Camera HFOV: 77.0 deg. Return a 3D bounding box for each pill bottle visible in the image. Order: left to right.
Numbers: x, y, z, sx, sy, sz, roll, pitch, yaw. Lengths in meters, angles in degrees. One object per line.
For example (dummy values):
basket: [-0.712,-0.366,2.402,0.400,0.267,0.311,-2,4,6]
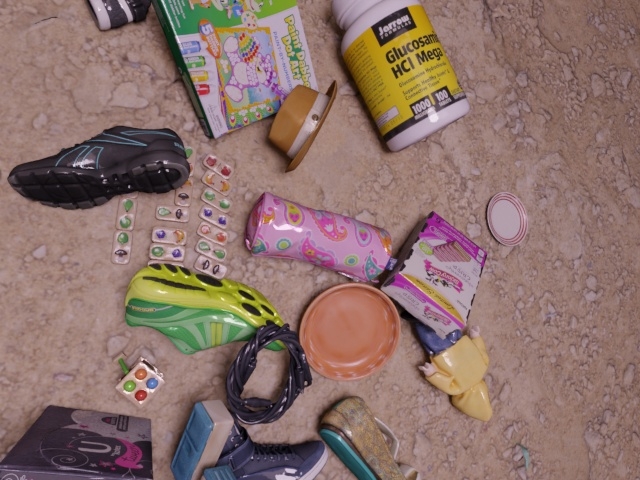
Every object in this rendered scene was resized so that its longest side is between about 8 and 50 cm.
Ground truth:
pill bottle: [0.160,-0.375,0.850,0.188,0.188,0.334,-31,95,-23]

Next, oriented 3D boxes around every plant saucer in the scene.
plant saucer: [0.056,0.176,0.787,0.200,0.037,0.200,-1,100,-8]

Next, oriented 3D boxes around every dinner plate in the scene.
dinner plate: [0.479,-0.055,1.036,0.141,0.017,0.141,3,83,-22]

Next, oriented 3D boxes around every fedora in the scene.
fedora: [-0.042,-0.224,0.751,0.079,0.194,0.194,28,73,-12]

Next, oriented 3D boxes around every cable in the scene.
cable: [-0.090,0.220,0.672,0.150,0.047,0.184,-26,122,-23]

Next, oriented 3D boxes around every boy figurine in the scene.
boy figurine: [0.296,0.257,0.878,0.177,0.092,0.285,-33,97,-24]

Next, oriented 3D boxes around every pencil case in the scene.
pencil case: [0.000,0.000,0.772,0.284,0.124,0.124,16,77,-22]

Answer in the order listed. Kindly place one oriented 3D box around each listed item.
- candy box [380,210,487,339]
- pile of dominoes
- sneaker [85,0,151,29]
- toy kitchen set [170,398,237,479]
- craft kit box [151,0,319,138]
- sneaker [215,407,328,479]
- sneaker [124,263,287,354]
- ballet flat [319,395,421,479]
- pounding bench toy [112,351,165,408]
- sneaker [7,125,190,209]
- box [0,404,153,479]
candy box: [0.241,0.061,0.827,0.159,0.071,0.233,38,46,1]
pile of dominoes: [-0.252,-0.057,0.715,0.196,0.040,0.251,7,81,-22]
sneaker: [-0.374,-0.487,0.706,0.121,0.079,0.217,-26,102,-27]
toy kitchen set: [-0.174,0.324,0.510,0.166,0.207,0.122,16,101,-44]
craft kit box: [-0.141,-0.351,0.738,0.246,0.061,0.250,-33,124,-25]
sneaker: [-0.102,0.358,0.698,0.226,0.086,0.163,-16,92,-23]
sneaker: [-0.187,0.134,0.697,0.295,0.109,0.123,26,111,-27]
ballet flat: [0.129,0.451,0.775,0.123,0.123,0.349,-35,97,-23]
pounding bench toy: [-0.300,0.216,0.644,0.083,0.065,0.052,45,69,-11]
sneaker: [-0.351,-0.122,0.657,0.267,0.101,0.106,-9,62,-12]
box: [-0.316,0.324,0.524,0.163,0.247,0.142,18,78,-20]
